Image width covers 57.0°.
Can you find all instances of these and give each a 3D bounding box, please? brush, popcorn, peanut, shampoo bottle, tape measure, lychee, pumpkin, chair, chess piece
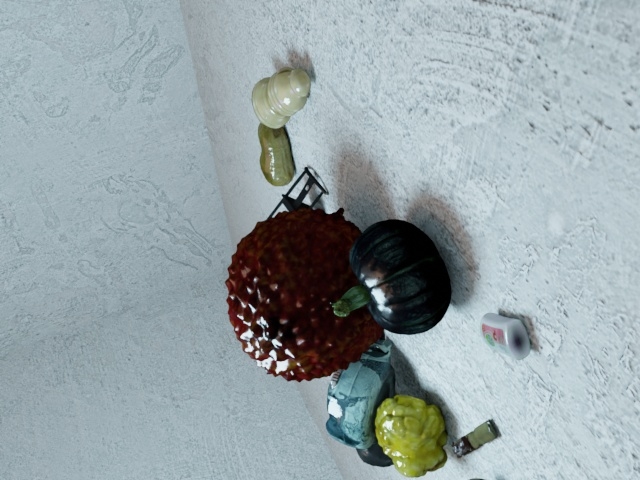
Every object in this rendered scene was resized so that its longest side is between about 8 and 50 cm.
[{"bbox_3d":[0.348,0.459,1.350,0.043,0.036,0.248,58,161,22],"label":"brush"},{"bbox_3d":[0.225,0.507,1.515,0.226,0.201,0.203,-43,34,48],"label":"popcorn"},{"bbox_3d":[-0.154,-0.291,1.948,0.120,0.111,0.236,-113,10,-68],"label":"peanut"},{"bbox_3d":[0.322,0.166,1.047,0.099,0.043,0.072,-169,60,-72],"label":"shampoo bottle"},{"bbox_3d":[0.114,0.440,1.659,0.147,0.275,0.256,12,125,25],"label":"tape measure"},{"bbox_3d":[-0.024,0.108,1.493,0.424,0.425,0.499,100,-176,-62],"label":"lychee"},{"bbox_3d":[0.134,0.087,1.213,0.248,0.248,0.247,159,90,-74],"label":"pumpkin"},{"bbox_3d":[-0.055,-0.080,1.855,0.141,0.260,0.154,21,-156,-45],"label":"chair"},{"bbox_3d":[-0.097,-0.403,1.635,0.307,0.124,0.138,-172,93,-69],"label":"chess piece"}]

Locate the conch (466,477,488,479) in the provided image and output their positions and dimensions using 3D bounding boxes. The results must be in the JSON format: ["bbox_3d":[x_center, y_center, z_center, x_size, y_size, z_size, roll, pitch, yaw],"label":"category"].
[{"bbox_3d":[0.365,0.614,1.317,0.207,0.130,0.155,69,-174,-64],"label":"conch"}]

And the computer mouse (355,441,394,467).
[{"bbox_3d":[0.157,0.538,1.820,0.116,0.183,0.323,82,163,-69],"label":"computer mouse"}]
